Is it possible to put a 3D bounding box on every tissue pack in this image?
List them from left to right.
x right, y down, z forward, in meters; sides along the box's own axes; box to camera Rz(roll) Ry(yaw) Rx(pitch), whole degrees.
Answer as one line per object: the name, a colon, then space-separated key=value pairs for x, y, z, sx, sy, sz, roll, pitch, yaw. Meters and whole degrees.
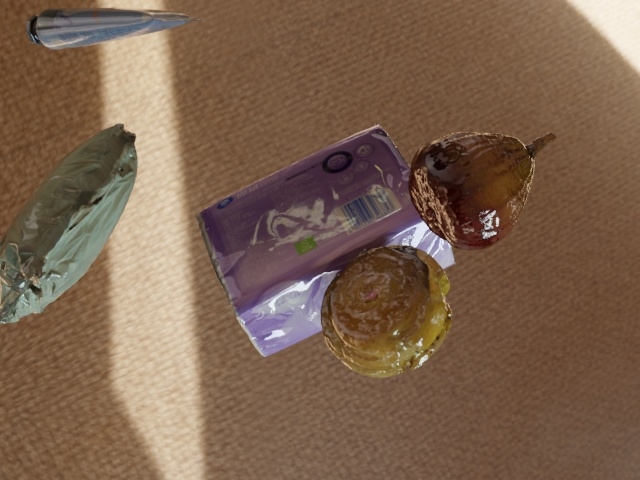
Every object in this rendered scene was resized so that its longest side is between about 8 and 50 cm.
tissue pack: x=0.000 y=0.000 z=1.343 sx=0.338 sy=0.242 sz=0.160 roll=-26 pitch=135 yaw=0

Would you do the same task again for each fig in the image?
fig: x=0.153 y=-0.054 z=0.849 sx=0.153 sy=0.119 sz=0.119 roll=-23 pitch=90 yaw=-45

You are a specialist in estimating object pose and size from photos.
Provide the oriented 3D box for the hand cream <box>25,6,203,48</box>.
hand cream: x=-0.300 y=-0.304 z=1.231 sx=0.091 sy=0.271 sz=0.058 roll=-22 pitch=112 yaw=-60

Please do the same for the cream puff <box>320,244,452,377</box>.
cream puff: x=0.090 y=0.096 z=1.164 sx=0.189 sy=0.189 sz=0.129 roll=-57 pitch=142 yaw=-22

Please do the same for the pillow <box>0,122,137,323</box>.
pillow: x=-0.422 y=-0.017 z=1.416 sx=0.138 sy=0.283 sz=0.310 roll=34 pitch=58 yaw=-17
